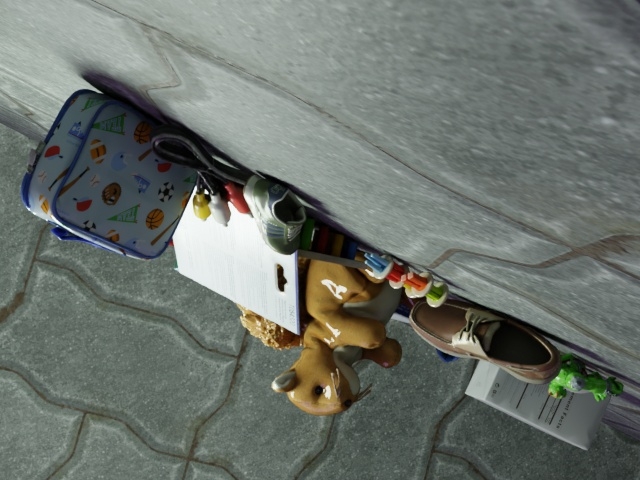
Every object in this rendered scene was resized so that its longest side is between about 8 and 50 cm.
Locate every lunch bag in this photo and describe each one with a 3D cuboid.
[{"bbox_3d":[-0.349,-0.099,1.422,0.115,0.243,0.303,22,174,34],"label":"lunch bag"}]

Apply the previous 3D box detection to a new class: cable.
[{"bbox_3d":[-0.183,-0.103,1.431,0.140,0.072,0.287,-6,158,12],"label":"cable"}]

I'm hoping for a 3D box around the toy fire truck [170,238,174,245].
[{"bbox_3d":[-0.342,-0.064,2.197,0.254,0.169,0.302,17,174,9],"label":"toy fire truck"}]

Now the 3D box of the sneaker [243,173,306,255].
[{"bbox_3d":[-0.061,-0.033,1.465,0.086,0.064,0.192,15,148,34],"label":"sneaker"}]

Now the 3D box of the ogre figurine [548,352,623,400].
[{"bbox_3d":[0.544,0.295,1.850,0.118,0.096,0.197,10,-157,-32],"label":"ogre figurine"}]

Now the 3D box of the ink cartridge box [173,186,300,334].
[{"bbox_3d":[-0.165,0.010,1.740,0.330,0.071,0.324,24,142,20],"label":"ink cartridge box"}]

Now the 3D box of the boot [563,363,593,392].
[{"bbox_3d":[0.563,0.300,2.012,0.190,0.069,0.086,17,-155,-6],"label":"boot"}]

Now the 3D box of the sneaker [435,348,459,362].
[{"bbox_3d":[0.298,0.219,2.000,0.091,0.126,0.240,52,163,-9],"label":"sneaker"}]

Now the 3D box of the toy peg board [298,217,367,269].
[{"bbox_3d":[0.000,0.000,1.741,0.161,0.079,0.161,11,-179,-23],"label":"toy peg board"}]

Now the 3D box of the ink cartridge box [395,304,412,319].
[{"bbox_3d":[0.166,0.171,2.445,0.304,0.072,0.307,24,170,-23],"label":"ink cartridge box"}]

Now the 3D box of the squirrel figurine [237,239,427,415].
[{"bbox_3d":[0.003,0.201,1.962,0.397,0.370,0.281,23,174,31],"label":"squirrel figurine"}]

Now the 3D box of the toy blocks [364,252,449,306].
[{"bbox_3d":[0.163,0.070,1.654,0.148,0.054,0.123,30,174,-35],"label":"toy blocks"}]

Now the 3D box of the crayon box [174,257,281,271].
[{"bbox_3d":[-0.186,0.052,2.180,0.323,0.083,0.203,-12,150,31],"label":"crayon box"}]

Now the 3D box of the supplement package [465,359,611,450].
[{"bbox_3d":[0.552,0.380,2.151,0.293,0.175,0.177,27,173,-4],"label":"supplement package"}]

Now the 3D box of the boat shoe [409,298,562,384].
[{"bbox_3d":[0.336,0.189,1.732,0.325,0.123,0.116,18,165,18],"label":"boat shoe"}]
